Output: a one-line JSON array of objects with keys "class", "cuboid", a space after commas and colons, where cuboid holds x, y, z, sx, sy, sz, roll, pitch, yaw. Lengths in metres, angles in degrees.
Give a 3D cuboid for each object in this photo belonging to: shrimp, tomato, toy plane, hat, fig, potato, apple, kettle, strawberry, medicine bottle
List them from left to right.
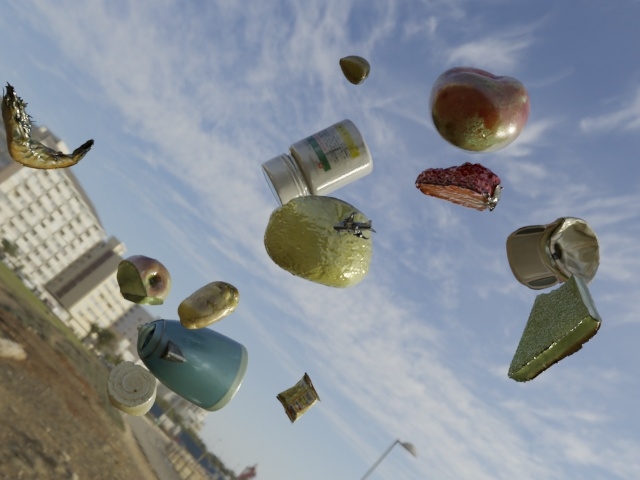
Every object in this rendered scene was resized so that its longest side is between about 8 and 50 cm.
[{"class": "shrimp", "cuboid": [-0.639, -0.264, 1.487, 0.261, 0.198, 0.051, 104, -22, -48]}, {"class": "apple", "cuboid": [-0.629, 0.145, 2.288, 0.189, 0.174, 0.207, -9, -65, 35]}, {"class": "kettle", "cuboid": [-0.460, 0.376, 2.105, 0.342, 0.247, 0.320, 35, -12, -27]}, {"class": "potato", "cuboid": [-0.291, 0.167, 1.653, 0.107, 0.171, 0.080, 51, -21, 37]}, {"class": "medicine bottle", "cuboid": [-0.014, -0.253, 2.154, 0.208, 0.340, 0.208, 62, -7, 13]}, {"class": "toy plane", "cuboid": [0.061, -0.025, 1.192, 0.083, 0.031, 0.078, -5, -41, 24]}, {"class": "fig", "cuboid": [0.089, -0.458, 1.685, 0.088, 0.073, 0.074, 31, -20, -4]}, {"class": "strawberry", "cuboid": [0.390, -0.169, 1.769, 0.237, 0.111, 0.190, 16, -9, 13]}, {"class": "tomato", "cuboid": [0.422, -0.344, 1.720, 0.270, 0.270, 0.222, 29, -57, 39]}, {"class": "hat", "cuboid": [0.670, 0.036, 1.843, 0.226, 0.164, 0.219, -5, -78, 45]}]

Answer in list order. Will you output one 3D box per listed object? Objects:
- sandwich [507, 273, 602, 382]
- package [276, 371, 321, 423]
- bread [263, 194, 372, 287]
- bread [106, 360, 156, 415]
[{"class": "sandwich", "cuboid": [0.546, 0.206, 1.518, 0.063, 0.212, 0.245, 38, -63, -11]}, {"class": "package", "cuboid": [-0.063, 0.462, 1.862, 0.108, 0.121, 0.031, 53, 2, 39]}, {"class": "bread", "cuboid": [-0.003, 0.011, 1.819, 0.321, 0.237, 0.320, 14, -14, 4]}, {"class": "bread", "cuboid": [-0.575, 0.454, 1.930, 0.148, 0.134, 0.141, 39, -30, 6]}]
